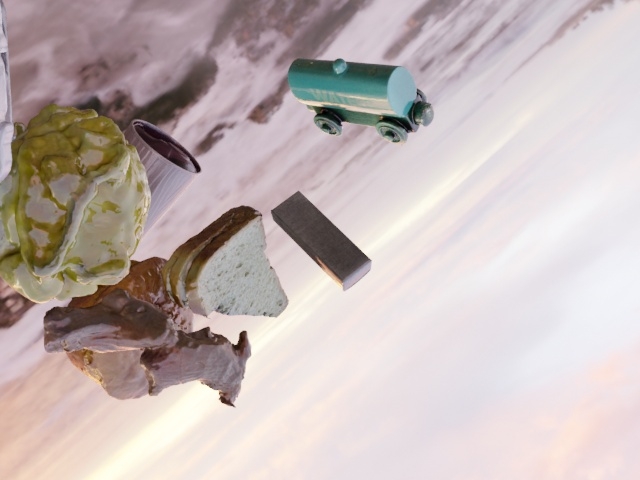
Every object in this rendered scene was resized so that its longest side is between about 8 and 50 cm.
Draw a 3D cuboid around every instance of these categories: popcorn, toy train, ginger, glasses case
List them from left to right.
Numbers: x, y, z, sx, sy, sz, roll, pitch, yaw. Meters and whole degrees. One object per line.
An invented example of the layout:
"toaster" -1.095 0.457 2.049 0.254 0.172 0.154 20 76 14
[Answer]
"popcorn" -0.423 -0.061 1.212 0.312 0.312 0.312 -42 179 -1
"ginger" -0.231 0.143 1.016 0.084 0.290 0.122 19 -93 67
"glasses case" 0.000 0.000 1.372 0.071 0.205 0.047 -38 154 -17
"toy train" 0.060 -0.235 1.208 0.159 0.248 0.101 47 65 -48

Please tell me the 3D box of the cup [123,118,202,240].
"cup" -0.472 -0.145 1.893 0.273 0.208 0.288 -48 176 13

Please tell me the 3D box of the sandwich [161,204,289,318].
"sandwich" -0.197 0.097 1.605 0.100 0.288 0.254 14 -134 34

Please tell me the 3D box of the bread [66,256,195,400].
"bread" -0.405 0.185 1.628 0.172 0.312 0.312 8 -148 33

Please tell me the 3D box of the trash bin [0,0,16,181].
"trash bin" -0.503 -0.167 0.761 0.367 0.256 0.295 -70 168 -67
